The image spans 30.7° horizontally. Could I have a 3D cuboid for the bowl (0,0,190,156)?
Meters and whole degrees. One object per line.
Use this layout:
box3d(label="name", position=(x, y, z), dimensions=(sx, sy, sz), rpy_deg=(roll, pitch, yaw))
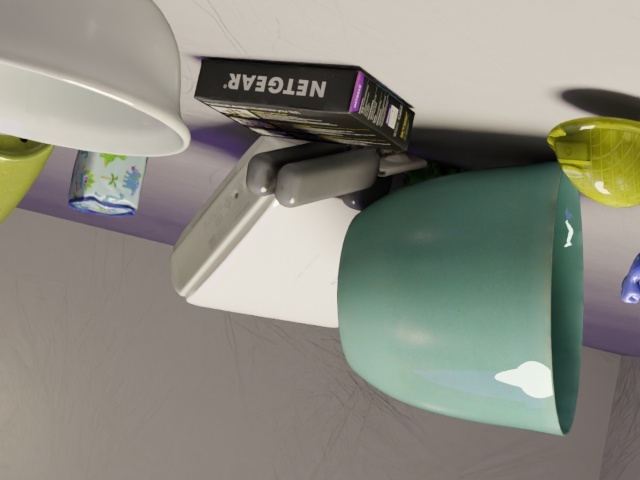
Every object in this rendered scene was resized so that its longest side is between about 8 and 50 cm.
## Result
box3d(label="bowl", position=(-0.229, -0.165, 0.878), dimensions=(0.297, 0.134, 0.298), rpy_deg=(12, 173, 2))

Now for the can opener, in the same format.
box3d(label="can opener", position=(0.024, -0.066, 1.248), dimensions=(0.074, 0.093, 0.280), rpy_deg=(19, -164, 29))

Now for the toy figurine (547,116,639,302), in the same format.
box3d(label="toy figurine", position=(0.364, 0.031, 1.022), dimensions=(0.362, 0.217, 0.191), rpy_deg=(11, 177, -28))

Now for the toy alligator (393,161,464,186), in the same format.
box3d(label="toy alligator", position=(0.146, -0.071, 1.410), dimensions=(0.189, 0.056, 0.051), rpy_deg=(22, 126, -20))

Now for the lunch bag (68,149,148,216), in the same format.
box3d(label="lunch bag", position=(-0.290, -0.100, 1.575), dimensions=(0.096, 0.129, 0.151), rpy_deg=(16, 172, -28))

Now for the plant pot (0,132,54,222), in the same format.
box3d(label="plant pot", position=(-0.413, -0.114, 1.274), dimensions=(0.274, 0.275, 0.293), rpy_deg=(18, 156, -41))

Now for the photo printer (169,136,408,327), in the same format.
box3d(label="photo printer", position=(0.000, 0.000, 1.477), dimensions=(0.307, 0.107, 0.256), rpy_deg=(13, 134, -37))

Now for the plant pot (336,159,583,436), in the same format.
box3d(label="plant pot", position=(0.153, 0.059, 1.268), dimensions=(0.235, 0.293, 0.293), rpy_deg=(1, 170, 18))

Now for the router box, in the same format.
box3d(label="router box", position=(-0.014, -0.133, 1.149), dimensions=(0.179, 0.046, 0.133), rpy_deg=(9, 173, 29))
